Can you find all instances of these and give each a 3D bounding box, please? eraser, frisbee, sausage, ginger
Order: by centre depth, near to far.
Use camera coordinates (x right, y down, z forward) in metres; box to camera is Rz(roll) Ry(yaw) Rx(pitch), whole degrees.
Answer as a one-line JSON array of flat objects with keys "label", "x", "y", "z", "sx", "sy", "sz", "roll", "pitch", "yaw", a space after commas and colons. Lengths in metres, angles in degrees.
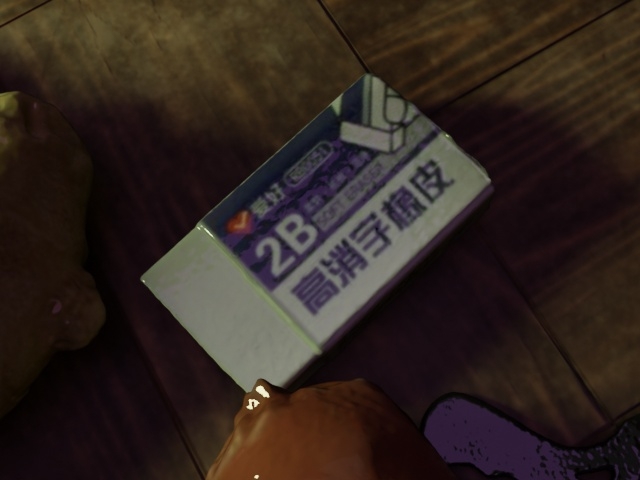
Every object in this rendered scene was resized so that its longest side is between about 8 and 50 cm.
[{"label": "sausage", "x": 0.038, "y": 0.184, "z": 0.449, "sx": 0.148, "sy": 0.148, "sz": 0.254, "roll": -42, "pitch": 80, "yaw": -9}, {"label": "frisbee", "x": 0.191, "y": 0.150, "z": 0.514, "sx": 0.187, "sy": 0.012, "sz": 0.211, "roll": -35, "pitch": 73, "yaw": -8}, {"label": "ginger", "x": -0.261, "y": 0.065, "z": 0.518, "sx": 0.190, "sy": 0.126, "sz": 0.354, "roll": 34, "pitch": 81, "yaw": 3}, {"label": "eraser", "x": 0.000, "y": 0.000, "z": 0.544, "sx": 0.210, "sy": 0.068, "sz": 0.124, "roll": -43, "pitch": 77, "yaw": -9}]
